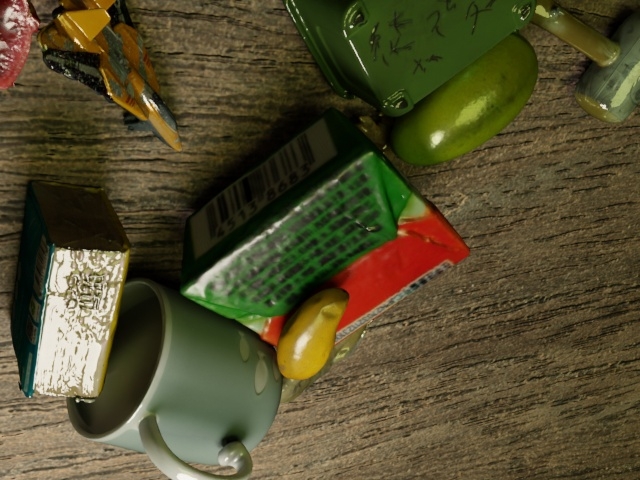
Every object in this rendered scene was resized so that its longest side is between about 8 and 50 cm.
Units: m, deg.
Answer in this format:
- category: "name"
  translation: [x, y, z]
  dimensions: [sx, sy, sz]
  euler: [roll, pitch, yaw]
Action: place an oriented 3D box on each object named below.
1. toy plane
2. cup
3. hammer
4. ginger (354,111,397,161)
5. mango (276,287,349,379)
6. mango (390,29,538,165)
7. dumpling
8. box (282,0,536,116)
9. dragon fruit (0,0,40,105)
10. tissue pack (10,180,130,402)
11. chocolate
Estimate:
- category: "toy plane"
  translation: [-0.273, -0.224, 1.259]
  dimensions: [0.103, 0.204, 0.316]
  euler: [5, 149, 16]
- category: "cup"
  translation: [-0.205, 0.254, 1.457]
  dimensions: [0.274, 0.357, 0.259]
  euler: [25, 113, -40]
- category: "hammer"
  translation: [0.463, -0.341, 1.576]
  dimensions: [0.305, 0.113, 0.202]
  euler: [26, 104, -29]
- category: "ginger"
  translation: [0.035, -0.139, 1.507]
  dimensions: [0.258, 0.065, 0.149]
  euler: [-36, 134, -4]
- category: "mango"
  translation: [-0.017, 0.151, 1.443]
  dimensions: [0.098, 0.075, 0.190]
  euler: [-9, 139, -40]
- category: "mango"
  translation: [0.235, -0.225, 1.460]
  dimensions: [0.273, 0.185, 0.149]
  euler: [-43, 92, -16]
- category: "dumpling"
  translation: [0.019, 0.160, 1.684]
  dimensions: [0.332, 0.086, 0.166]
  euler: [-49, 159, 1]
- category: "box"
  translation: [0.140, -0.349, 1.339]
  dimensions: [0.328, 0.178, 0.253]
  euler: [-36, 132, -1]
- category: "dragon fruit"
  translation: [-0.456, -0.255, 1.136]
  dimensions: [0.261, 0.134, 0.212]
  euler: [-7, 141, 0]
- category: "tissue pack"
  translation: [-0.370, 0.074, 1.352]
  dimensions: [0.134, 0.192, 0.271]
  euler: [3, 121, -27]
- category: "chocolate"
  translation: [0.000, 0.000, 1.466]
  dimensions: [0.360, 0.161, 0.341]
  euler: [-36, 138, 14]
